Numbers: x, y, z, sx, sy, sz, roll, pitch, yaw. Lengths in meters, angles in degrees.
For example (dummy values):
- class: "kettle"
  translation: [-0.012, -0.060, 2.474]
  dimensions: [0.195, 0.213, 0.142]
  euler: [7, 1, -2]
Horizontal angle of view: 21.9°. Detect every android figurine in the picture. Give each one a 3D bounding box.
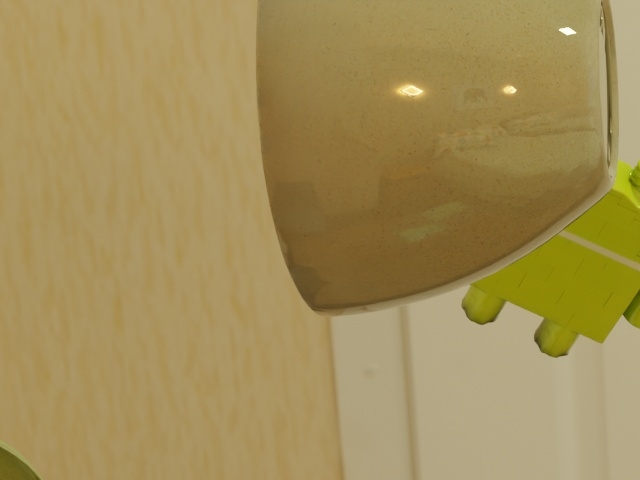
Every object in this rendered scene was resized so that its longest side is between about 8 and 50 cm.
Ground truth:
- class: "android figurine"
  translation: [0.238, 0.002, 1.619]
  dimensions: [0.248, 0.273, 0.056]
  euler: [23, 46, 3]

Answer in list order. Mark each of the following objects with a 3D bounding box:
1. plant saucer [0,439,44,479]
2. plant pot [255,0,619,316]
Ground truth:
- class: "plant saucer"
  translation: [-0.400, 0.276, 1.792]
  dimensions: [0.241, 0.241, 0.037]
  euler: [-3, 37, 8]
- class: "plant pot"
  translation: [0.090, -0.095, 1.062]
  dimensions: [0.190, 0.284, 0.284]
  euler: [-2, 14, 16]
